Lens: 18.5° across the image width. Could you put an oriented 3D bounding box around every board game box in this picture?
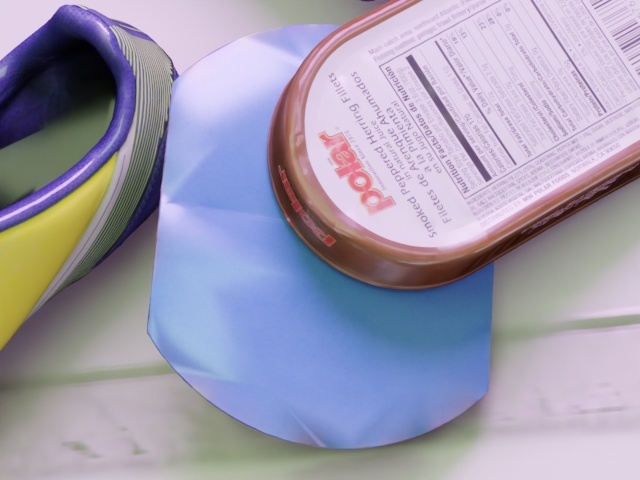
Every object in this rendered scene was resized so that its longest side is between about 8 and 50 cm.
[{"bbox_3d":[0.000,0.000,0.766,0.133,0.033,0.168,8,72,-12],"label":"board game box"}]

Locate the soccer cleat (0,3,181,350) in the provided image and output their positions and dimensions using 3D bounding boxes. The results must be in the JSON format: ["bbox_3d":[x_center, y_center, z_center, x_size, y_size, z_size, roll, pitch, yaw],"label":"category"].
[{"bbox_3d":[-0.163,0.025,0.755,0.093,0.121,0.289,37,81,20],"label":"soccer cleat"}]

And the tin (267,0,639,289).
[{"bbox_3d":[0.069,-0.056,0.759,0.190,0.040,0.106,-30,78,-17],"label":"tin"}]
